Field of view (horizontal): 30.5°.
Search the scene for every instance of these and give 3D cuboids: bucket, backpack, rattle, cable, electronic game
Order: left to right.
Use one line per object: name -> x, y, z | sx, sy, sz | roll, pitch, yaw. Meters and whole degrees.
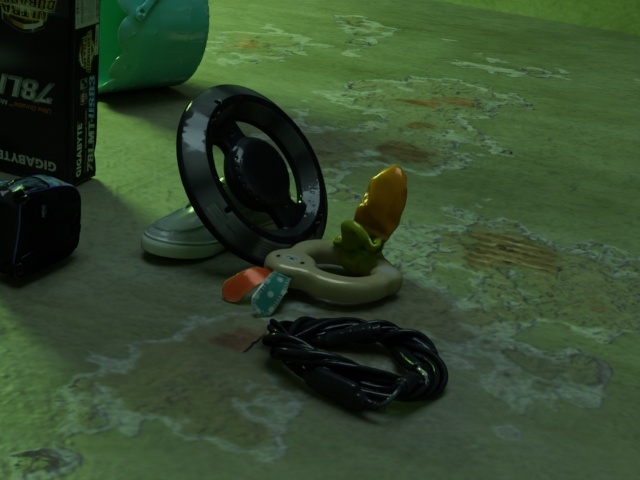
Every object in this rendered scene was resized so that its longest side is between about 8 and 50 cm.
backpack -> -0.320, -0.022, 1.282 | 0.084, 0.105, 0.114 | 18, 19, 24
bucket -> -0.325, -0.377, 1.960 | 0.183, 0.281, 0.281 | -8, 26, -38
electronic game -> -0.076, -0.076, 1.372 | 0.048, 0.229, 0.229 | -26, -1, 38
rattle -> 0.000, 0.000, 1.281 | 0.200, 0.142, 0.130 | 2, 40, -27
cable -> 0.031, 0.105, 1.141 | 0.184, 0.047, 0.150 | 20, 26, 32

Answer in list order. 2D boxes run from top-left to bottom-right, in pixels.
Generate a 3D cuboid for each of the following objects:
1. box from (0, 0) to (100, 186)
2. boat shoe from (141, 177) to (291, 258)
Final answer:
box -> -0.431, -0.243, 1.544 | 0.296, 0.293, 0.073 | 15, 22, 19
boat shoe -> -0.122, -0.038, 1.405 | 0.079, 0.081, 0.227 | 23, 27, 36
